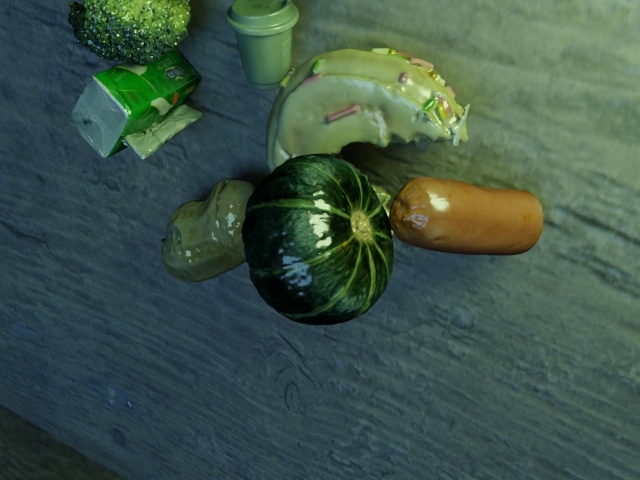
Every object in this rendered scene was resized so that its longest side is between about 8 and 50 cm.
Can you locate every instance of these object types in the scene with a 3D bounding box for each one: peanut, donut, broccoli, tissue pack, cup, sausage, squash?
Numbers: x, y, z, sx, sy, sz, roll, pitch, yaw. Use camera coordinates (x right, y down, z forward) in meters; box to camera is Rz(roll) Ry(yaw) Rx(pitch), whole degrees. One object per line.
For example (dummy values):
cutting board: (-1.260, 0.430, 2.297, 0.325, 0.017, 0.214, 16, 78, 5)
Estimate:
peanut: (-0.222, -0.015, 1.281, 0.340, 0.158, 0.174, -20, 79, 35)
donut: (0.056, -0.155, 1.003, 0.307, 0.150, 0.371, 33, 132, 7)
broccoli: (-0.328, -0.389, 1.015, 0.197, 0.226, 0.176, -3, 78, 20)
tissue pack: (-0.335, -0.250, 1.144, 0.156, 0.209, 0.148, 49, 133, -7)
cup: (-0.092, -0.336, 1.006, 0.120, 0.120, 0.141, 19, 143, 21)
sausage: (0.222, -0.034, 0.917, 0.113, 0.259, 0.114, -12, 76, 61)
squash: (0.000, 0.000, 0.873, 0.165, 0.252, 0.252, -15, 112, 39)
